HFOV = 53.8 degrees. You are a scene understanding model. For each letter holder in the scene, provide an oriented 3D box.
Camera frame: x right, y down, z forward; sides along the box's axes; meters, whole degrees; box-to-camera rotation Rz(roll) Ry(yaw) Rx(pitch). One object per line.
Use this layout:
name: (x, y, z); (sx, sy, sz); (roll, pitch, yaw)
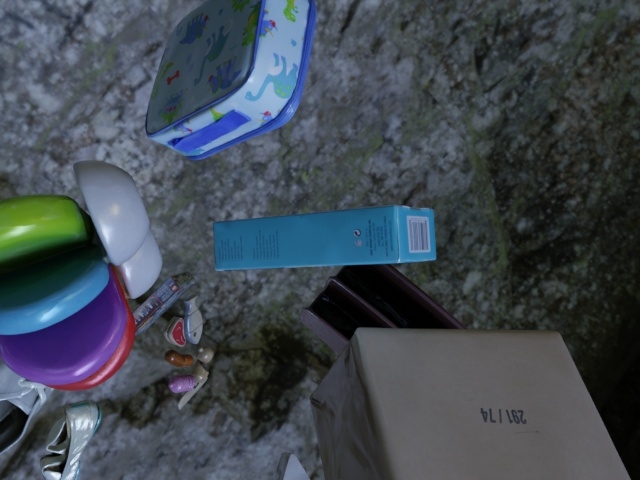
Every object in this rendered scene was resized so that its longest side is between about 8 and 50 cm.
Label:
letter holder: (0.128, 0.169, 1.159); (0.152, 0.301, 0.214); (-48, 173, -17)

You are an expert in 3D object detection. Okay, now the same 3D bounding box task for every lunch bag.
lunch bag: (-0.107, -0.191, 0.719); (0.218, 0.090, 0.176); (-15, -120, 43)

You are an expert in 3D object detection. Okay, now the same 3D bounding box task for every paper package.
paper package: (0.182, 0.269, 0.754); (0.168, 0.324, 0.310); (119, -33, -43)

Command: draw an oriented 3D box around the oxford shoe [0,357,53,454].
oxford shoe: (-0.505, 0.217, 1.121); (0.130, 0.169, 0.449); (18, -122, 36)

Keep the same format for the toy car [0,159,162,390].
toy car: (-0.189, 0.039, 0.449); (0.159, 0.136, 0.182); (-20, 162, -15)

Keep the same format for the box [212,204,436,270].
box: (0.000, 0.000, 0.725); (0.244, 0.100, 0.060); (-4, -92, 33)

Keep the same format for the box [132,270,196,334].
box: (-0.281, 0.111, 1.079); (0.137, 0.027, 0.094); (-44, 179, 6)

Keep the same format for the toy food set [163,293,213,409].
toy food set: (-0.148, 0.130, 0.708); (0.019, 0.122, 0.078); (11, -145, 25)

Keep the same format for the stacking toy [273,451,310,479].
stacking toy: (-0.045, 0.479, 0.914); (0.130, 0.279, 0.309); (-18, -145, 46)

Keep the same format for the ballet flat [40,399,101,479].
ballet flat: (-0.338, 0.276, 0.822); (0.057, 0.052, 0.168); (39, -69, 43)
